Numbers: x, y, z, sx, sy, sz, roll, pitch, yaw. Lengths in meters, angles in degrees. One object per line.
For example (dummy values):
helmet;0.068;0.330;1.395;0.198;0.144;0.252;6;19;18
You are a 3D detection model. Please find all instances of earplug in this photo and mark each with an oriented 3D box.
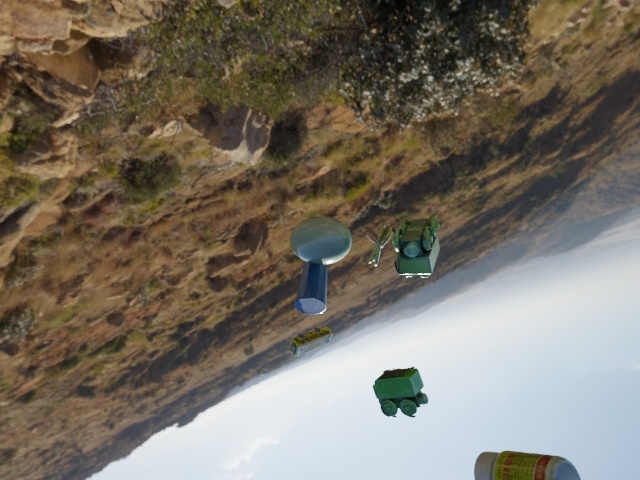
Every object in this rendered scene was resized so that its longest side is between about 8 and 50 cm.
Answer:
earplug;-0.029;0.173;1.748;0.133;0.273;0.132;4;138;4

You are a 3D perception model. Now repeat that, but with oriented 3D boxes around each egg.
egg;0.000;0.000;1.670;0.283;0.202;0.203;-4;172;32

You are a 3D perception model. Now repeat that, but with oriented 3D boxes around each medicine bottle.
medicine bottle;0.522;0.613;1.016;0.139;0.139;0.225;-5;164;-34

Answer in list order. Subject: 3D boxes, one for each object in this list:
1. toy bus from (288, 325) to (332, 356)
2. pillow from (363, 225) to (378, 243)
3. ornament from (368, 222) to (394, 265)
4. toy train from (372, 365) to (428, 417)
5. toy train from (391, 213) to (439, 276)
toy bus;-0.047;0.482;1.922;0.226;0.074;0.081;-9;129;-42
pillow;0.293;-0.023;2.224;0.034;0.135;0.211;-46;-174;12
ornament;0.283;0.006;1.876;0.180;0.059;0.201;-61;171;-57
toy train;0.355;0.680;1.800;0.243;0.188;0.132;-24;174;38
toy train;0.375;0.013;1.544;0.159;0.188;0.271;-4;-157;27
